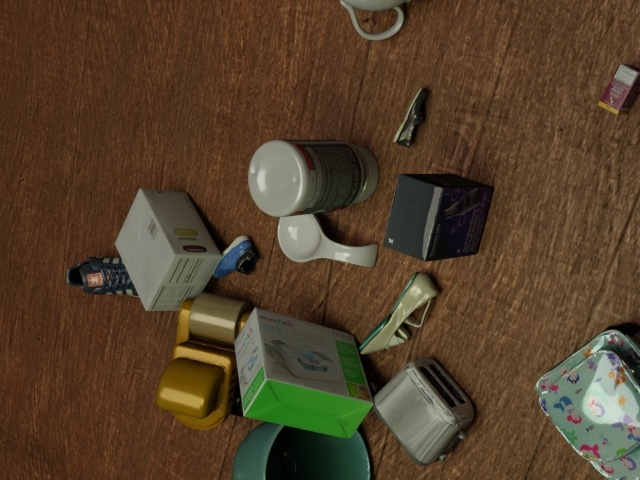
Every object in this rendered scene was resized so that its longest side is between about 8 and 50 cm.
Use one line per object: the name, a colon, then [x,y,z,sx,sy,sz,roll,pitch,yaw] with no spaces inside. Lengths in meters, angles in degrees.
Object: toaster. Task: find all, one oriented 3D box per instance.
toaster: [0.218,0.354,1.809,0.227,0.129,0.146,51,119,26]

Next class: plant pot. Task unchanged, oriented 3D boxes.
plant pot: [-0.070,0.542,1.971,0.235,0.293,0.292,-18,83,52]

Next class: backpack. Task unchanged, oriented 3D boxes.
backpack: [0.536,0.301,1.513,0.225,0.191,0.253,-45,72,32]

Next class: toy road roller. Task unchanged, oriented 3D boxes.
toy road roller: [-0.287,0.311,2.115,0.203,0.240,0.329,10,99,16]

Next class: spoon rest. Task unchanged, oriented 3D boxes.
spoon rest: [0.000,0.000,1.975,0.276,0.084,0.137,18,105,36]

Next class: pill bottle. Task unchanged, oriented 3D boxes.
pill bottle: [-0.007,-0.139,1.836,0.161,0.283,0.161,5,98,38]

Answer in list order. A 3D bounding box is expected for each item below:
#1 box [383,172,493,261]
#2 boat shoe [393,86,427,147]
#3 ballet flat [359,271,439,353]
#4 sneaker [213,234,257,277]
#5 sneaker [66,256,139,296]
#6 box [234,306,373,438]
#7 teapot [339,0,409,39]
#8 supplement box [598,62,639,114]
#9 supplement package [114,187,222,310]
box: [0.237,-0.049,1.695,0.108,0.207,0.153,22,108,36]
boat shoe: [0.200,-0.263,1.812,0.042,0.049,0.133,24,105,5]
ballet flat: [0.177,0.179,1.858,0.086,0.086,0.248,48,121,25]
sneaker: [-0.219,0.065,2.176,0.152,0.058,0.084,-46,58,26]
sneaker: [-0.595,0.107,2.429,0.350,0.148,0.131,-5,92,39]
box: [-0.043,0.295,1.877,0.126,0.262,0.231,-59,26,29]
teapot: [0.150,-0.574,1.738,0.256,0.187,0.252,164,116,-65]
supplement box: [0.544,-0.271,1.520,0.043,0.055,0.083,38,116,30]
supplement package: [-0.406,0.024,2.233,0.204,0.145,0.262,-58,48,29]
